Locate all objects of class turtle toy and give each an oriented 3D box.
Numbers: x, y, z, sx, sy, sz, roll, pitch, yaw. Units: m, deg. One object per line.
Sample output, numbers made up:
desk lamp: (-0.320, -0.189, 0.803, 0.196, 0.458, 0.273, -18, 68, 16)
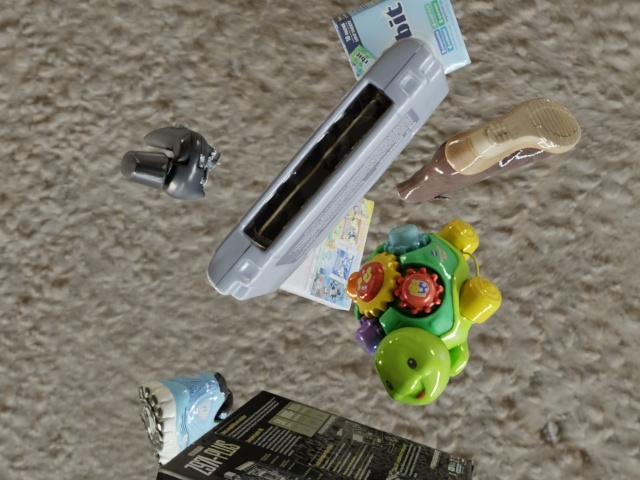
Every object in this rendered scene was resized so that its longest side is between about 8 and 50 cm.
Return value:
turtle toy: (0.056, 0.044, 0.537, 0.095, 0.066, 0.130, -51, 33, 32)

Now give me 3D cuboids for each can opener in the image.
can opener: (-0.129, -0.074, 0.744, 0.073, 0.186, 0.059, 21, 95, -18)

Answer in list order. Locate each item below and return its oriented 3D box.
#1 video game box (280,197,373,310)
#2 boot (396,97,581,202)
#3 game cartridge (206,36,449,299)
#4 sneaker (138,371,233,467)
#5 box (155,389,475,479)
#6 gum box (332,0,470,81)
video game box: (0.000, 0.000, 1.531, 0.048, 0.187, 0.205, 3, 75, 47)
boot: (0.258, -0.133, 1.359, 0.207, 0.248, 0.090, -33, 74, 51)
game cartridge: (0.014, -0.066, 0.891, 0.060, 0.196, 0.294, 43, 97, 12)
sneaker: (-0.102, 0.147, 0.706, 0.073, 0.162, 0.063, -19, 71, -19)
box: (0.001, 0.156, 0.480, 0.147, 0.180, 0.078, 17, 95, 10)
gum box: (0.134, -0.326, 1.443, 0.184, 0.041, 0.157, -25, 117, 1)
